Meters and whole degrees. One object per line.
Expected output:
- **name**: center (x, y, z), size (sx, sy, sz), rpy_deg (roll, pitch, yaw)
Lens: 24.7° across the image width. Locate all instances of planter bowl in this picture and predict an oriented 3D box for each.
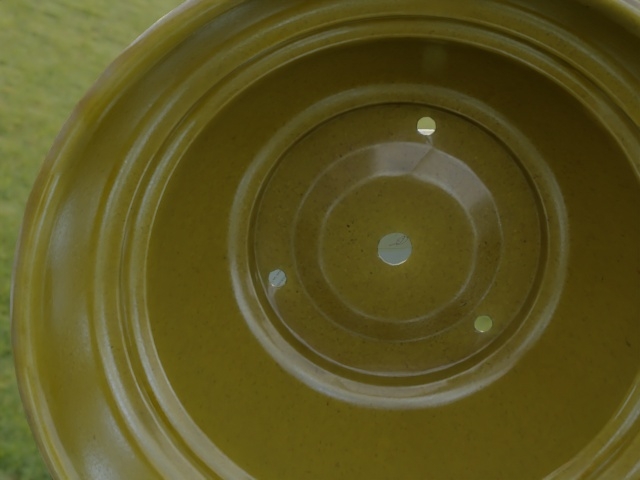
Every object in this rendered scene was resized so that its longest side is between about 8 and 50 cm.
- **planter bowl**: center (0.024, 0.014, 0.439), size (0.217, 0.217, 0.090), rpy_deg (19, 16, -5)

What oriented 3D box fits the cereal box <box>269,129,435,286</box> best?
- **cereal box**: center (0.000, 0.000, 0.870), size (0.240, 0.173, 0.047), rpy_deg (-1, 56, -35)
